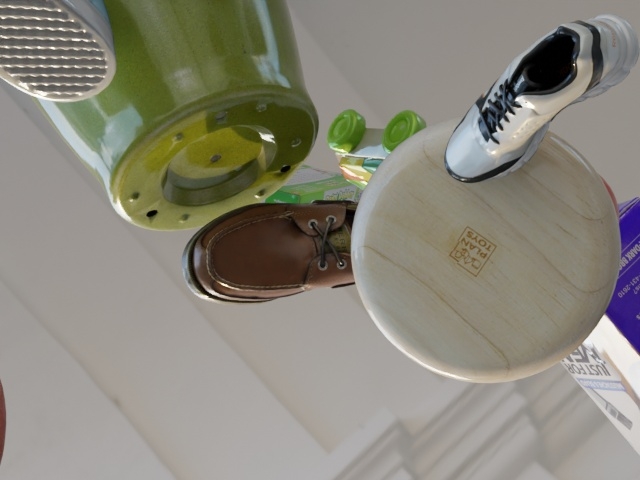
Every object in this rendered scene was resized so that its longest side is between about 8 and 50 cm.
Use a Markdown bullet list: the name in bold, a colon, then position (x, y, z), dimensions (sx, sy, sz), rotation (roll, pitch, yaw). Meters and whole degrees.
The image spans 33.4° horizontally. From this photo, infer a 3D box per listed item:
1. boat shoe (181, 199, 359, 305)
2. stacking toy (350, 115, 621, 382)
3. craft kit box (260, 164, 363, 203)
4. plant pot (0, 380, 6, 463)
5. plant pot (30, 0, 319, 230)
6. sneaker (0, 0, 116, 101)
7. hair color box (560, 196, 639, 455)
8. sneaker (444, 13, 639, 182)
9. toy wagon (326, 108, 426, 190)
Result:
- **boat shoe**: position (0.000, 0.000, 1.165), dimensions (0.307, 0.104, 0.111), rotation (-11, -92, -36)
- **stacking toy**: position (0.132, -0.009, 0.693), dimensions (0.141, 0.141, 0.330), rotation (-69, -16, 12)
- **craft kit box**: position (-0.082, -0.085, 1.642), dimensions (0.250, 0.246, 0.061), rotation (-16, -64, -61)
- **plant pot**: position (-0.455, 0.187, 1.025), dimensions (0.272, 0.265, 0.272), rotation (5, -104, -21)
- **plant pot**: position (-0.178, -0.214, 1.189), dimensions (0.366, 0.353, 0.366), rotation (-22, -26, -11)
- **sneaker**: position (-0.308, -0.269, 0.890), dimensions (0.135, 0.150, 0.366), rotation (-25, -39, 9)
- **hair color box**: position (0.339, 0.130, 1.029), dimensions (0.110, 0.185, 0.339), rotation (-43, -88, -13)
- **sneaker**: position (0.089, -0.064, 0.481), dimensions (0.043, 0.040, 0.109), rotation (-8, -28, -46)
- **toy wagon**: position (0.129, -0.077, 1.363), dimensions (0.267, 0.344, 0.068), rotation (29, -100, -33)
